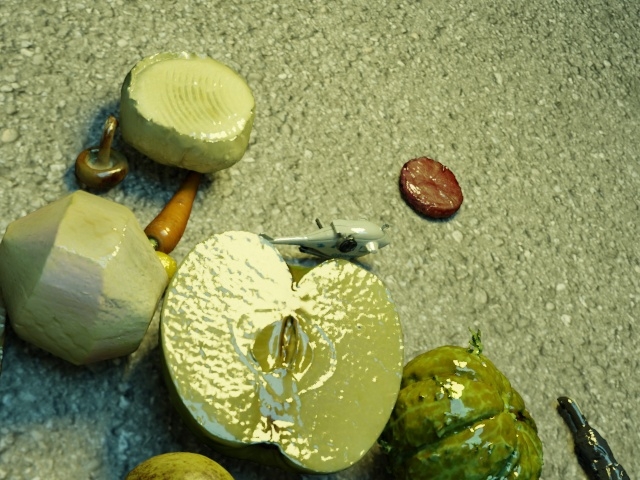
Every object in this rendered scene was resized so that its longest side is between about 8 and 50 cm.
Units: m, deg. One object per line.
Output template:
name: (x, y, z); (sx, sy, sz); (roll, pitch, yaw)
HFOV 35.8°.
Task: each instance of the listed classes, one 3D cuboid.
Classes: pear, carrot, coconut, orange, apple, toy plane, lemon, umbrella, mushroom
pear: (-0.198, 0.379, 1.318); (0.197, 0.197, 0.197); (15, 49, -18)
carrot: (-0.248, -0.052, 1.724); (0.061, 0.061, 0.257); (30, 38, -5)
coconut: (-0.353, 0.050, 1.458); (0.259, 0.259, 0.259); (15, 49, -18)
orange: (0.220, 0.316, 1.564); (0.301, 0.223, 0.300); (50, 28, -19)
apple: (-0.067, 0.172, 1.487); (0.312, 0.320, 0.360); (53, 37, -46)
toy plane: (-0.004, -0.008, 1.784); (0.273, 0.107, 0.182); (16, 44, -12)
lemon: (-0.266, 0.051, 1.618); (0.092, 0.065, 0.065); (19, 48, -14)
umbrella: (0.493, 0.384, 1.772); (0.070, 0.071, 0.248); (-5, 59, -32)
mushroom: (-0.368, -0.147, 1.706); (0.088, 0.073, 0.130); (15, 79, 10)

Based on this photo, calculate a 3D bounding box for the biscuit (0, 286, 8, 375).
biscuit: (-0.496, 0.181, 1.395); (0.094, 0.054, 0.379); (9, 52, -21)

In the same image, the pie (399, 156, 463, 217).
pie: (0.228, -0.109, 2.035); (0.154, 0.036, 0.155); (15, 49, -18)

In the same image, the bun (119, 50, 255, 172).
bun: (-0.244, -0.217, 1.778); (0.259, 0.152, 0.259); (11, 47, -12)
